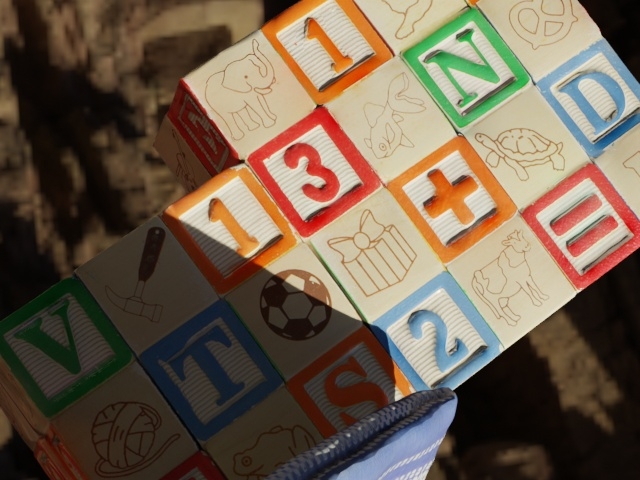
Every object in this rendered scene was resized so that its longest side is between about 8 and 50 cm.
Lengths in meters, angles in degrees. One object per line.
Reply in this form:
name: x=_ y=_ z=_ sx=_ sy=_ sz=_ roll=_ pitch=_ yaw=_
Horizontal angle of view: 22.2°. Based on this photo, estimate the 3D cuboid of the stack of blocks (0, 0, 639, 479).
stack of blocks: x=0.000 y=0.000 z=0.707 sx=0.171 sy=0.297 sz=0.087 roll=53 pitch=-19 yaw=5

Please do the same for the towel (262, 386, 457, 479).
towel: x=-0.043 y=0.220 z=0.553 sx=0.336 sy=0.040 sz=0.243 roll=-68 pitch=165 yaw=11
